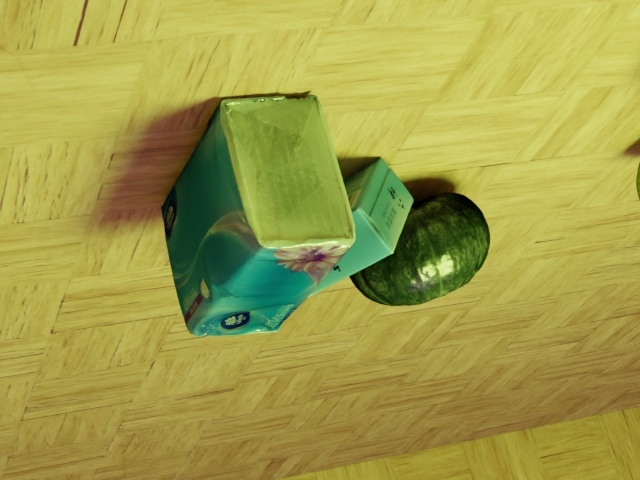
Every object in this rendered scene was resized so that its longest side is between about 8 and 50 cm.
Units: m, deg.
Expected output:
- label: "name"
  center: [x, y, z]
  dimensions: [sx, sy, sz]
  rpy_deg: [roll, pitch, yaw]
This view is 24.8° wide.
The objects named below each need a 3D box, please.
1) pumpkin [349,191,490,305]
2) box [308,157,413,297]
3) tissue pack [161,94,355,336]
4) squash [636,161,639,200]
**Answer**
- label: "pumpkin"
  center: [0.134, 0.007, 2.044]
  dimensions: [0.211, 0.152, 0.211]
  rpy_deg: [-10, -167, 2]
- label: "box"
  center: [0.000, 0.000, 1.927]
  dimensions: [0.232, 0.083, 0.142]
  rpy_deg: [-30, -161, 29]
- label: "tissue pack"
  center: [-0.083, -0.023, 1.742]
  dimensions: [0.146, 0.198, 0.263]
  rpy_deg: [-5, 156, -24]
- label: "squash"
  center: [0.535, -0.151, 2.086]
  dimensions: [0.192, 0.085, 0.184]
  rpy_deg: [-36, -179, 45]
